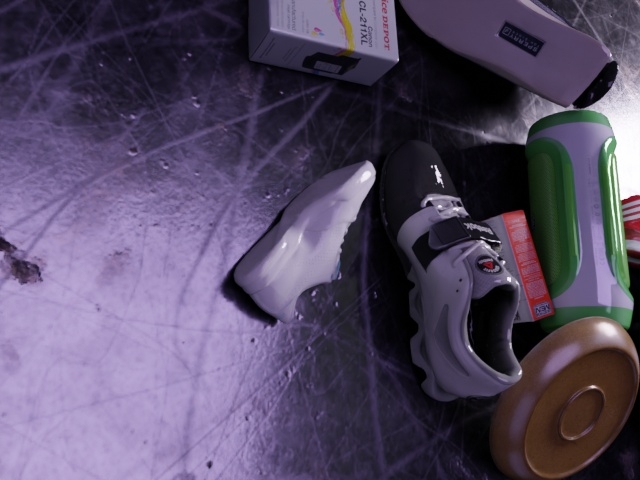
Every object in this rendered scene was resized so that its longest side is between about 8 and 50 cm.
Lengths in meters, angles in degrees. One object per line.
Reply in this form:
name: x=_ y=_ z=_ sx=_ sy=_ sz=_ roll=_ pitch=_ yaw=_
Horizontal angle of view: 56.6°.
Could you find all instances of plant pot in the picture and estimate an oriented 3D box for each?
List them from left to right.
plant pot: x=0.312 y=0.206 z=0.730 sx=0.236 sy=0.032 sz=0.236 roll=-10 pitch=114 yaw=-24

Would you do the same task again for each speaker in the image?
speaker: x=0.354 y=-0.023 z=0.824 sx=0.131 sy=0.131 sz=0.296 roll=9 pitch=73 yaw=-25

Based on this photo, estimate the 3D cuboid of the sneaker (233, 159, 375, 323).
sneaker: x=0.000 y=0.000 z=0.673 sx=0.212 sy=0.080 sz=0.094 roll=-47 pitch=113 yaw=-21

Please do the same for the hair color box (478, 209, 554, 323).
hair color box: x=0.249 y=0.037 z=0.786 sx=0.043 sy=0.072 sz=0.141 roll=-11 pitch=84 yaw=-29

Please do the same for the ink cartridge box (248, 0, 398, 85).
ink cartridge box: x=0.004 y=-0.278 z=0.735 sx=0.175 sy=0.072 sz=0.127 roll=4 pitch=75 yaw=-26

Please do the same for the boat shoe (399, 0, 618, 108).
boat shoe: x=0.257 y=-0.304 z=0.864 sx=0.340 sy=0.127 sz=0.158 roll=40 pitch=19 yaw=7

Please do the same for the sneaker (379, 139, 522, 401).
sneaker: x=0.169 y=0.021 z=0.709 sx=0.123 sy=0.146 sz=0.330 roll=-8 pitch=80 yaw=-27

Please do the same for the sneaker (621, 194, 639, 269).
sneaker: x=0.554 y=-0.010 z=0.950 sx=0.221 sy=0.087 sz=0.128 roll=16 pitch=72 yaw=-25
